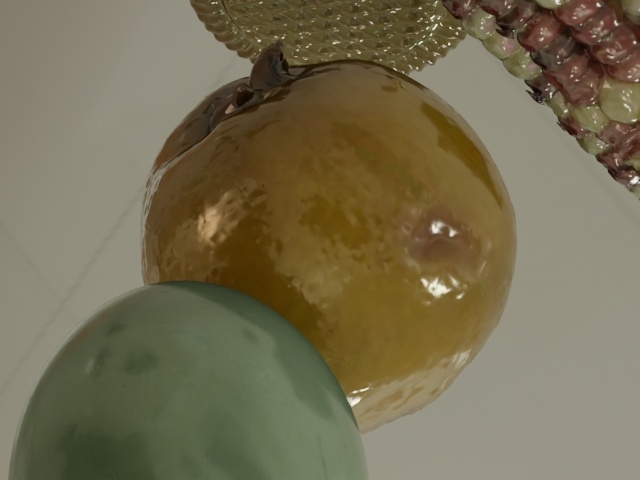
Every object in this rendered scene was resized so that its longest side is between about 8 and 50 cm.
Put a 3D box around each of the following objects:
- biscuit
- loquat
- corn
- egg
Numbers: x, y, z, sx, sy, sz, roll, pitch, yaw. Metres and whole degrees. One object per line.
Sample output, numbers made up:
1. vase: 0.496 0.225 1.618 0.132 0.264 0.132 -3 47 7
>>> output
1. biscuit: 0.020 -0.219 1.142 0.259 0.259 0.079 130 -27 -53
2. loquat: 0.000 0.000 0.774 0.208 0.208 0.208 -38 171 -7
3. corn: 0.094 -0.052 0.410 0.079 0.237 0.079 -40 -164 14
4. egg: -0.055 0.102 0.615 0.149 0.149 0.192 -43 -146 24
